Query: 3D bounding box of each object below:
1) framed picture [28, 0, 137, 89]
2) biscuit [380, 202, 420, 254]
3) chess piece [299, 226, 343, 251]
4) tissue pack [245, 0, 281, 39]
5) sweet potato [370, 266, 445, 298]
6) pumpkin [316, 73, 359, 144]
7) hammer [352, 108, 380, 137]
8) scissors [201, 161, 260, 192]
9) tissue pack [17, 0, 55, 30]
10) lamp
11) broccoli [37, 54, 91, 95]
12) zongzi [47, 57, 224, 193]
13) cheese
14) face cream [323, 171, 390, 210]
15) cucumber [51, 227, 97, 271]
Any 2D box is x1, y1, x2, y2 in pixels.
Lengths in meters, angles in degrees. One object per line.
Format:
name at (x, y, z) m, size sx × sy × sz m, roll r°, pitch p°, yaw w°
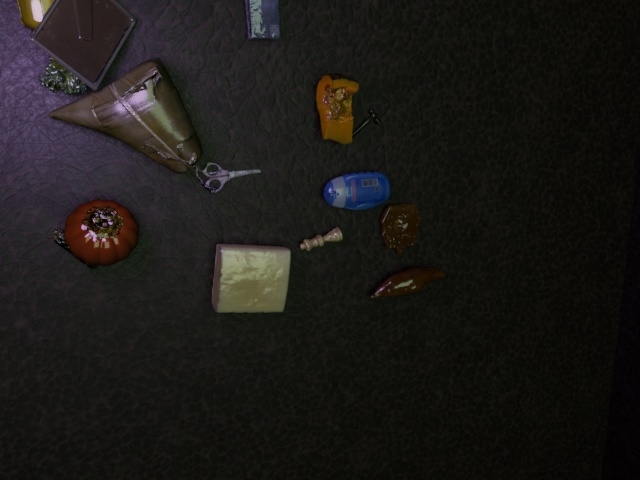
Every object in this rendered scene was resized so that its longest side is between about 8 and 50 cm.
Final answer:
framed picture at (-0.684, -0.620, 1.526) m, size 0.213 × 0.016 × 0.289 m, roll 39°, pitch 60°, yaw -43°
biscuit at (0.327, -0.045, 2.146) m, size 0.182 × 0.034 × 0.215 m, roll -5°, pitch 106°, yaw -20°
chess piece at (0.000, 0.000, 2.018) m, size 0.172 × 0.060 × 0.060 m, roll -19°, pitch 108°, yaw -14°
tissue pack at (-0.194, -0.766, 1.770) m, size 0.112 × 0.051 × 0.156 m, roll -8°, pitch 104°, yaw -23°
sweet potato at (0.370, 0.173, 2.174) m, size 0.359 × 0.112 × 0.112 m, roll -19°, pitch 108°, yaw -14°
pumpkin at (0.057, -0.488, 1.902) m, size 0.131 × 0.126 × 0.247 m, roll -6°, pitch 123°, yaw -28°
hammer at (0.154, -0.426, 1.999) m, size 0.178 × 0.021 × 0.065 m, roll -43°, pitch 114°, yaw -7°
scissors at (-0.314, -0.234, 1.857) m, size 0.212 × 0.021 × 0.110 m, roll -10°, pitch 108°, yaw -18°
tissue pack at (-0.808, -0.693, 1.501) m, size 0.127 × 0.123 × 0.178 m, roll -13°, pitch 106°, yaw -27°
lamp at (-0.693, -0.026, 1.657) m, size 0.223 × 0.196 × 0.223 m, roll 12°, pitch 59°, yaw -21°
broccoli at (-0.752, -0.515, 1.549) m, size 0.167 × 0.160 × 0.154 m, roll -1°, pitch 75°, yaw -4°
zongzi at (-0.571, -0.306, 1.675) m, size 0.418 × 0.181 × 0.447 m, roll -24°, pitch 113°, yaw 1°
cheese at (-0.252, 0.137, 1.911) m, size 0.266 × 0.124 × 0.242 m, roll 3°, pitch 104°, yaw -22°
face cream at (0.137, -0.189, 2.011) m, size 0.264 × 0.083 × 0.149 m, roll -6°, pitch 103°, yaw -20°
cucumber at (-0.801, 0.029, 1.707) m, size 0.053 × 0.053 × 0.181 m, roll -45°, pitch 113°, yaw -7°
